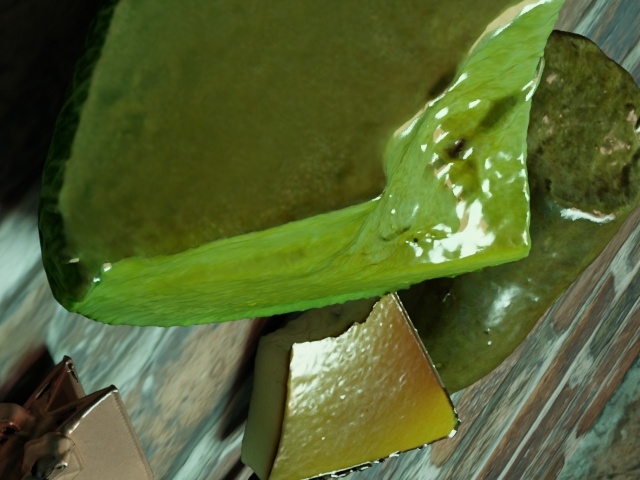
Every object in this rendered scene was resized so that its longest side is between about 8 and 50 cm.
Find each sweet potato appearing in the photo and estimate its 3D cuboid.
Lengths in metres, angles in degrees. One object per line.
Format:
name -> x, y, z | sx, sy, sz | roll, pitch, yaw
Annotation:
sweet potato -> 0.141, 0.002, 1.212 | 0.158, 0.158, 0.369 | -29, 156, -53

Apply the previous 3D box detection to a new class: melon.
melon -> 0.019, -0.058, 0.750 | 0.343, 0.226, 0.331 | 99, 15, -75

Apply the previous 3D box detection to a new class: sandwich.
sandwich -> 0.037, 0.099, 1.133 | 0.193, 0.058, 0.162 | -10, 122, -35

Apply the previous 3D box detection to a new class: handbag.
handbag -> -0.187, 0.179, 0.821 | 0.212, 0.059, 0.157 | -51, 160, -22

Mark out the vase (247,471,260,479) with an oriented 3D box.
vase -> -0.017, 0.169, 1.208 | 0.167, 0.059, 0.059 | -51, 159, -17
